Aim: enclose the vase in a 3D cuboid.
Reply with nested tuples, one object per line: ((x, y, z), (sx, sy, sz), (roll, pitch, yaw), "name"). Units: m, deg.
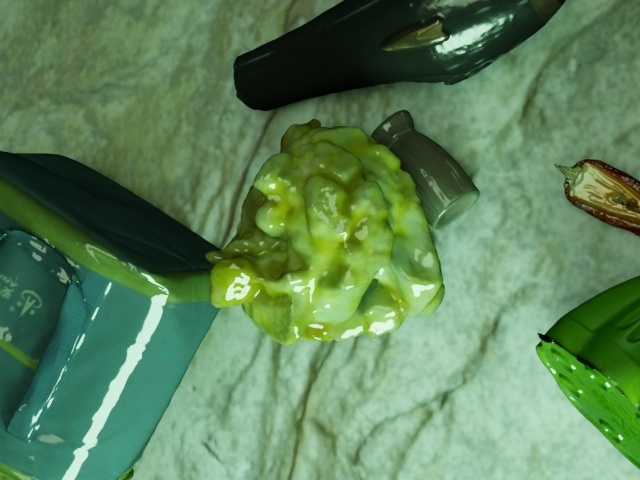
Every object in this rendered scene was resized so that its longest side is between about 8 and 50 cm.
((0.088, -0.063, 1.233), (0.053, 0.053, 0.100), (-41, 73, 12), "vase")

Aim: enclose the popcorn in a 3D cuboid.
((0.001, 0.001, 1.187), (0.185, 0.187, 0.167), (-35, 57, 11), "popcorn")

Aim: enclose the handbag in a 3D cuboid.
((-0.238, 0.069, 1.246), (0.263, 0.222, 0.241), (29, 101, 15), "handbag")

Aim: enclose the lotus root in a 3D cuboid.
((0.287, 0.086, 1.117), (0.186, 0.186, 0.186), (-1, 88, 18), "lotus root")

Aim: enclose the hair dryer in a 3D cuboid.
((0.017, -0.285, 1.185), (0.304, 0.120, 0.359), (-13, 112, 27), "hair dryer")

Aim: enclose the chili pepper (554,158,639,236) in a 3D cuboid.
((0.274, -0.021, 1.184), (0.178, 0.027, 0.045), (29, 101, 17), "chili pepper")
